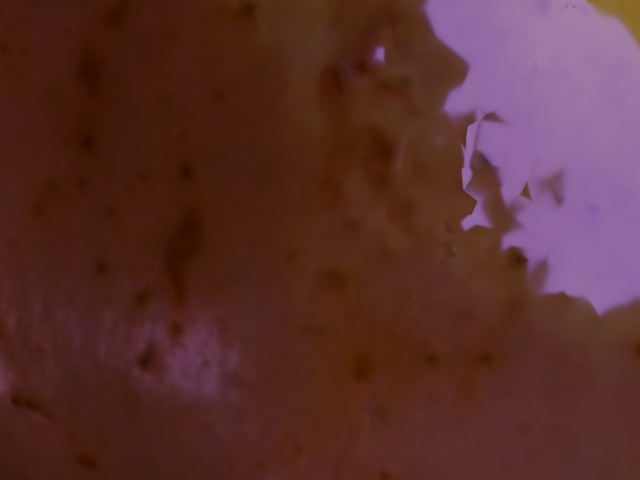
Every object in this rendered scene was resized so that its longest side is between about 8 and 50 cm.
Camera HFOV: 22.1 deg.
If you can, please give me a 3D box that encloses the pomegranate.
[{"bbox_3d":[0.000,0.000,0.548,0.410,0.410,0.410,6,80,-35],"label":"pomegranate"}]
